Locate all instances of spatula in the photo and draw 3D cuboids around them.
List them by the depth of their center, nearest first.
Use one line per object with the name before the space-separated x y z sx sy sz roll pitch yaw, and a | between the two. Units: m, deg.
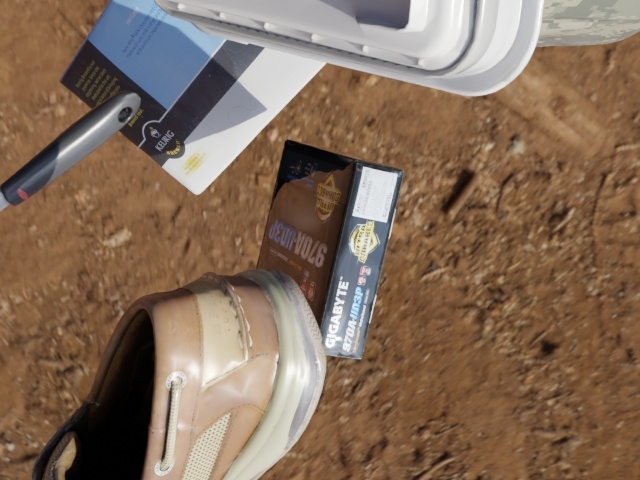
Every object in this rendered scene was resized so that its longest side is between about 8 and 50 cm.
spatula | -0.258 -0.025 0.828 0.296 0.084 0.030 -33 63 -7

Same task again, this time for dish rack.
dish rack | -0.011 -0.246 0.678 0.333 0.285 0.072 21 27 39

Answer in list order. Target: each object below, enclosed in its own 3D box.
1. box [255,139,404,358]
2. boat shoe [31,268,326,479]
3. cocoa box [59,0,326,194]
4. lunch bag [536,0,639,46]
box | 0.000 0.000 1.064 0.051 0.220 0.175 11 97 -20
boat shoe | -0.117 0.146 0.657 0.116 0.324 0.123 6 31 -38
cocoa box | -0.108 -0.266 1.305 0.228 0.347 0.231 39 50 -10
lunch bag | 0.125 -0.245 0.864 0.305 0.256 0.212 -4 71 -9
